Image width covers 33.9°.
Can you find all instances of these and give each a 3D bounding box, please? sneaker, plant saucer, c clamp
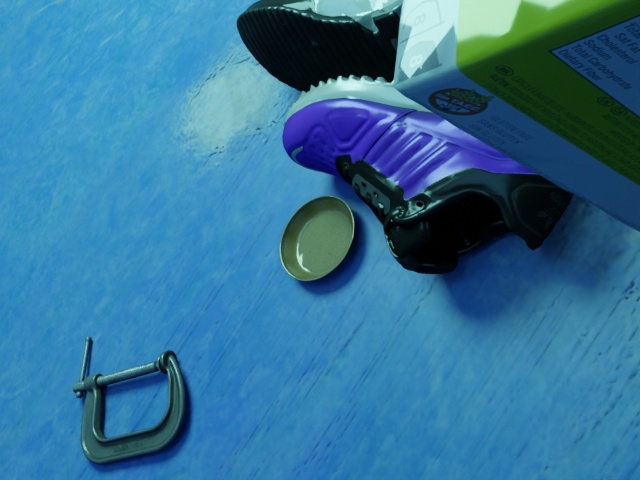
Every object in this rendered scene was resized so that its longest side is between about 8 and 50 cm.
[{"bbox_3d":[0.070,-0.048,0.864,0.293,0.102,0.146,5,72,40],"label":"sneaker"},{"bbox_3d":[0.000,0.000,0.954,0.083,0.015,0.083,-18,57,31],"label":"plant saucer"},{"bbox_3d":[0.072,-0.211,0.953,0.330,0.122,0.146,5,52,40],"label":"sneaker"},{"bbox_3d":[-0.190,0.148,1.024,0.160,0.022,0.137,-12,61,34],"label":"c clamp"}]

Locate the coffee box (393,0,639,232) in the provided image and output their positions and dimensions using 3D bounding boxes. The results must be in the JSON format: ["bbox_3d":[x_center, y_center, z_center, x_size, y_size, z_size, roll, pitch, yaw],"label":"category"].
[{"bbox_3d":[0.287,-0.205,0.571,0.334,0.338,0.338,-17,58,46],"label":"coffee box"}]
